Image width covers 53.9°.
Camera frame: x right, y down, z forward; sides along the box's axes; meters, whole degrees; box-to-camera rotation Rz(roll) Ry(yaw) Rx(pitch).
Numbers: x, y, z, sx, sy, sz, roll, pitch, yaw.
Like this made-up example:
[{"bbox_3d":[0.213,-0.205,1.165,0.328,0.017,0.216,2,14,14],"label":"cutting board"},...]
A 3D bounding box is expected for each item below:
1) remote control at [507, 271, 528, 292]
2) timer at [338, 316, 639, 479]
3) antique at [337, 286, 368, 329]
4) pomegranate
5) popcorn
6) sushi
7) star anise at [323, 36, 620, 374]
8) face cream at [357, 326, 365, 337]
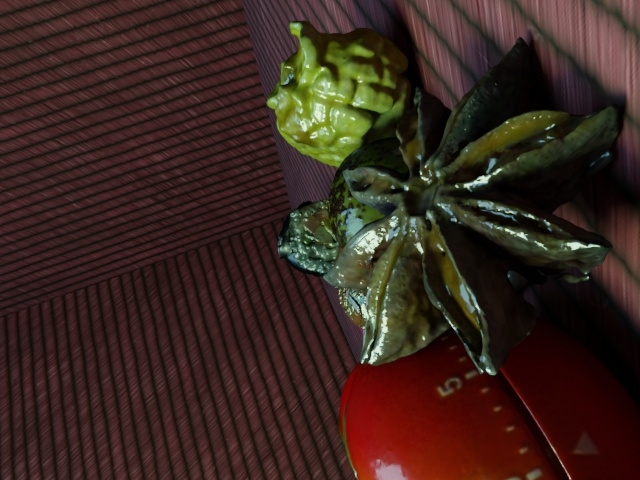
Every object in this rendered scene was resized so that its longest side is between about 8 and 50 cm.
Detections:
[{"bbox_3d":[0.229,0.046,0.799,0.122,0.032,0.074,81,167,-62],"label":"remote control"},{"bbox_3d":[0.190,0.254,0.664,0.378,0.279,0.378,157,90,-83],"label":"timer"},{"bbox_3d":[0.068,0.058,0.721,0.104,0.104,0.104,160,90,-83],"label":"antique"},{"bbox_3d":[0.094,-0.019,0.858,0.248,0.214,0.214,-50,53,42],"label":"pomegranate"},{"bbox_3d":[0.020,-0.211,0.914,0.235,0.217,0.181,-10,64,57],"label":"popcorn"},{"bbox_3d":[0.000,0.000,1.787,0.219,0.225,0.238,-55,-22,-87],"label":"sushi"},{"bbox_3d":[0.128,-0.026,0.586,0.118,0.331,0.331,28,-155,-39],"label":"star anise"},{"bbox_3d":[0.145,0.119,1.079,0.195,0.175,0.175,-119,12,-51],"label":"face cream"}]
